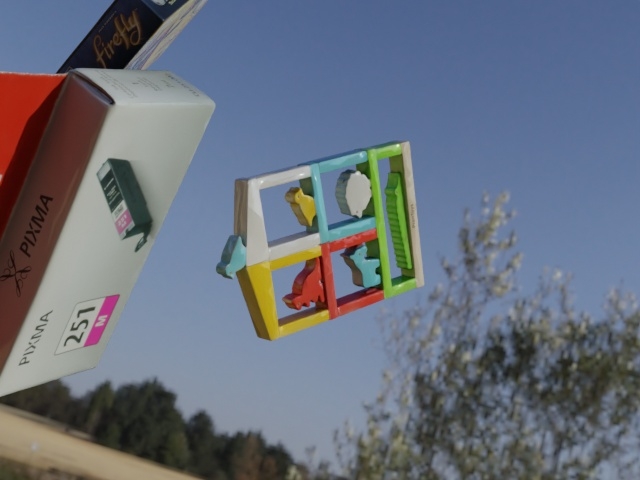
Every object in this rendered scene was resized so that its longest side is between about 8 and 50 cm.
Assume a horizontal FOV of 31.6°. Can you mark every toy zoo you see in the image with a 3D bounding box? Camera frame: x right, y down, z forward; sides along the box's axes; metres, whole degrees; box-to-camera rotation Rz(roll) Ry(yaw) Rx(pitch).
[{"bbox_3d":[0.000,0.000,1.349,0.293,0.192,0.030,-18,17,-35],"label":"toy zoo"}]

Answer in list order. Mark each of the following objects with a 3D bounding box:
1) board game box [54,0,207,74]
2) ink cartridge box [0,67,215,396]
[{"bbox_3d":[-0.160,-0.193,1.023,0.042,0.243,0.165,42,-61,-9],"label":"board game box"},{"bbox_3d":[-0.219,0.000,0.859,0.060,0.275,0.239,36,23,21],"label":"ink cartridge box"}]
